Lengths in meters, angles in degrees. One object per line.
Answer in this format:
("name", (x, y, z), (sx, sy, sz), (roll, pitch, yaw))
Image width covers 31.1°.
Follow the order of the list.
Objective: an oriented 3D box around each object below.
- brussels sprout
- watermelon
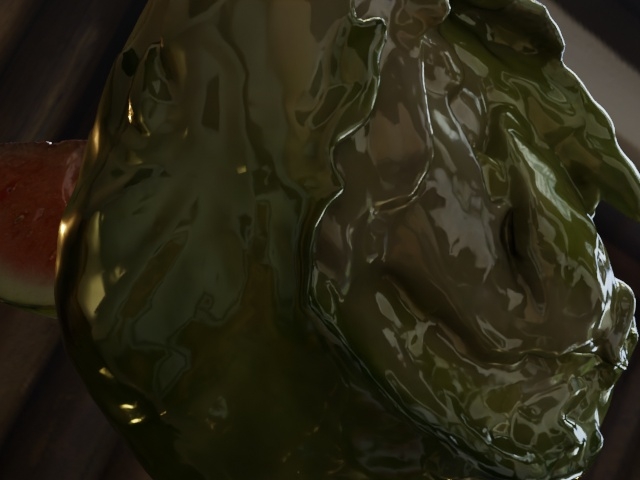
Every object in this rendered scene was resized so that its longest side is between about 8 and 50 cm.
("brussels sprout", (0.000, 0.000, 0.657), (0.276, 0.315, 0.371), (-41, -57, -45))
("watermelon", (-0.189, 0.010, 1.017), (0.128, 0.304, 0.159), (52, -135, -57))
